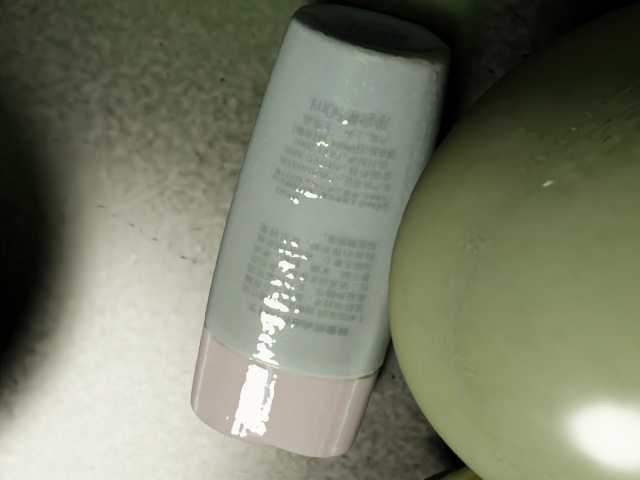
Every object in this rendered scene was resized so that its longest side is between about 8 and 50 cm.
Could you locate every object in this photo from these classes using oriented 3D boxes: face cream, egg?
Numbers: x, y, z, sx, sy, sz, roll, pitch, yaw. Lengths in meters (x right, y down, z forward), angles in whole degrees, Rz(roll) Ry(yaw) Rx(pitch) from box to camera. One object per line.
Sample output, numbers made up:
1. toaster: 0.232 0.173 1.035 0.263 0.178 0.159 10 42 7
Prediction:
1. face cream: 0.000 0.000 0.580 0.084 0.057 0.198 16 116 1
2. egg: 0.159 0.013 0.476 0.269 0.219 0.219 -13 111 18

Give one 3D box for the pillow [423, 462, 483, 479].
1. pillow: 0.134 0.177 0.648 0.113 0.038 0.203 -27 108 12
